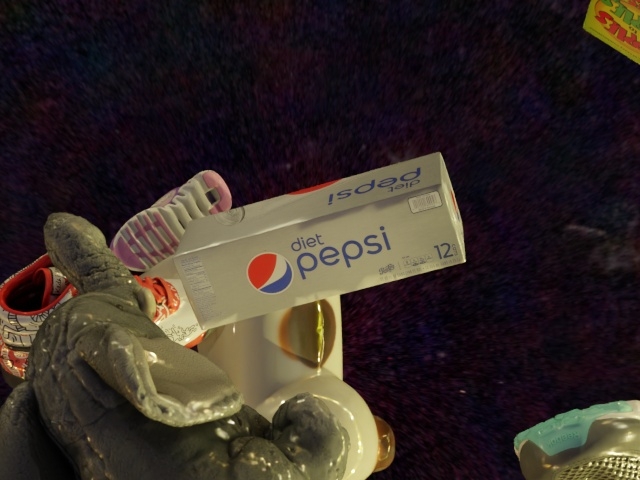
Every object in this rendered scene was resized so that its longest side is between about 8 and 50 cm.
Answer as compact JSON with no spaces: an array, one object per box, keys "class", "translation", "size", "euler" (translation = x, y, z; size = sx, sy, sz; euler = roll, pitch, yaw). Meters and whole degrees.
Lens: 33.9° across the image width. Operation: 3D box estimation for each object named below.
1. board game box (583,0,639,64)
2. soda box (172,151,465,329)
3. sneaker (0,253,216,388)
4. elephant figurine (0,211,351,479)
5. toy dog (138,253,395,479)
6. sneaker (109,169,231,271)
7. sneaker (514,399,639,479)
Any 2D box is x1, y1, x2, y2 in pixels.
[{"class":"board game box","translation":[0.282,-0.209,0.885],"size":[0.092,0.181,0.043],"euler":[36,83,14]},{"class":"soda box","translation":[0.000,0.000,1.083],"size":[0.286,0.098,0.091],"euler":[-15,112,12]},{"class":"sneaker","translation":[-0.227,0.069,1.162],"size":[0.270,0.145,0.090],"euler":[-17,49,-21]},{"class":"elephant figurine","translation":[-0.117,0.106,0.628],"size":[0.239,0.186,0.169],"euler":[44,72,-8]},{"class":"toy dog","translation":[-0.044,0.190,1.564],"size":[0.395,0.285,0.407],"euler":[-33,68,36]},{"class":"sneaker","translation":[-0.248,-0.022,1.666],"size":[0.236,0.105,0.095],"euler":[-41,109,-40]},{"class":"sneaker","translation":[0.131,0.125,0.434],"size":[0.065,0.166,0.076],"euler":[-23,47,19]}]
